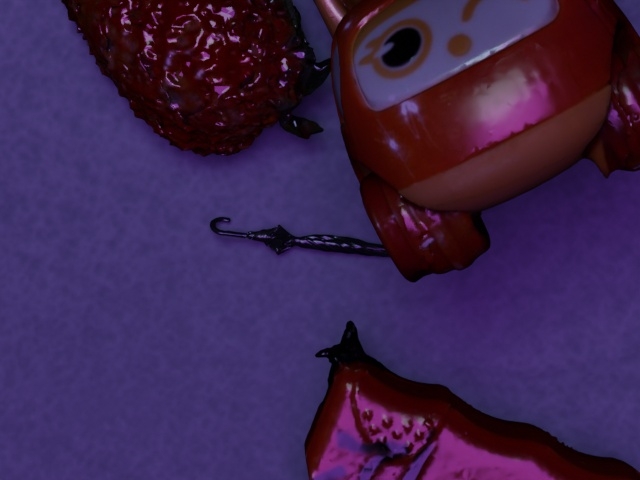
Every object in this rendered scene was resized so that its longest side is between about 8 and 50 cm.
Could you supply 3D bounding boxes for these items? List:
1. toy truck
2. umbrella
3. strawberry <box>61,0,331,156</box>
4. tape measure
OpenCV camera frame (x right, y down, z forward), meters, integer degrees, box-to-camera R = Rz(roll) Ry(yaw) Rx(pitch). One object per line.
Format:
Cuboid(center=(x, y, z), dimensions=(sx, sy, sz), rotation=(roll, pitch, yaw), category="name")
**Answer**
Cuboid(center=(0.083, -0.126, 1.186), dimensions=(0.189, 0.265, 0.239), rotation=(-28, 98, 9), category="toy truck")
Cuboid(center=(-0.001, 0.003, 1.302), dimensions=(0.149, 0.022, 0.022), rotation=(9, 128, 2), category="umbrella")
Cuboid(center=(-0.084, -0.131, 1.267), dimensions=(0.140, 0.085, 0.192), rotation=(-33, 88, 14), category="strawberry")
Cuboid(center=(0.078, 0.214, 1.253), dimensions=(0.253, 0.114, 0.260), rotation=(21, 94, 2), category="tape measure")
